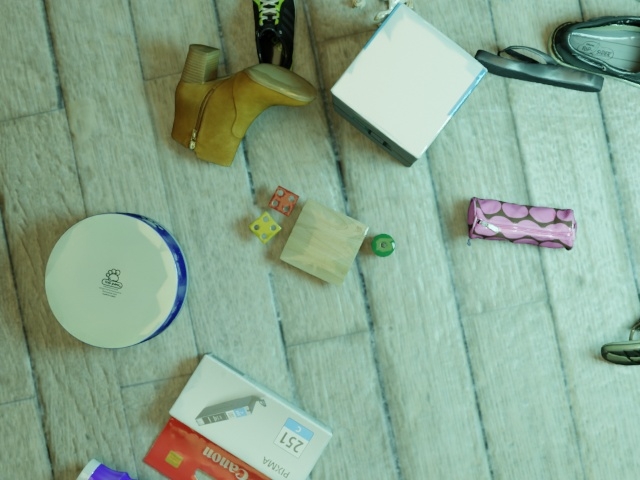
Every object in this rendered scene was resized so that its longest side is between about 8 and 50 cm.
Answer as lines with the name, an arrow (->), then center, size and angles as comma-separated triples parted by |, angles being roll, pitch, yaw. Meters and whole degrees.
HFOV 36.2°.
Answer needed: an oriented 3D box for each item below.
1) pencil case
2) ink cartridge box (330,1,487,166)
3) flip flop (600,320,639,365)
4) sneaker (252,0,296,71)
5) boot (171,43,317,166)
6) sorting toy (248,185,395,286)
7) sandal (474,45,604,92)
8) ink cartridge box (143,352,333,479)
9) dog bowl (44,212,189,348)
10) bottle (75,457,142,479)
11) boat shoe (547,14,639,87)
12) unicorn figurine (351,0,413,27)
pencil case -> 0.385, -0.028, 1.868 | 0.209, 0.098, 0.095 | 5, 90, 2
ink cartridge box -> 0.154, -0.273, 1.793 | 0.197, 0.270, 0.198 | 38, 92, 1
flip flop -> 0.661, 0.165, 1.858 | 0.277, 0.112, 0.080 | -23, 63, 5
sneaker -> -0.087, -0.413, 1.892 | 0.084, 0.097, 0.234 | -6, 90, 3
boot -> -0.150, -0.234, 1.859 | 0.295, 0.104, 0.211 | 23, 118, 23
sorting toy -> 0.000, 0.000, 1.914 | 0.275, 0.046, 0.132 | 25, 92, 2
sandal -> 0.415, -0.333, 1.872 | 0.255, 0.097, 0.054 | 10, 92, -7
ink cartridge box -> -0.166, 0.406, 1.916 | 0.296, 0.066, 0.261 | 31, 91, 3
dog bowl -> -0.394, 0.077, 1.907 | 0.265, 0.104, 0.264 | 0, 90, 3
bottle -> -0.349, 0.532, 1.912 | 0.283, 0.092, 0.118 | 35, 93, 2
boat shoe -> 0.608, -0.361, 1.846 | 0.340, 0.113, 0.127 | 14, 91, 3
unicorn figurine -> 0.112, -0.489, 1.907 | 0.162, 0.060, 0.111 | 37, 92, -14
